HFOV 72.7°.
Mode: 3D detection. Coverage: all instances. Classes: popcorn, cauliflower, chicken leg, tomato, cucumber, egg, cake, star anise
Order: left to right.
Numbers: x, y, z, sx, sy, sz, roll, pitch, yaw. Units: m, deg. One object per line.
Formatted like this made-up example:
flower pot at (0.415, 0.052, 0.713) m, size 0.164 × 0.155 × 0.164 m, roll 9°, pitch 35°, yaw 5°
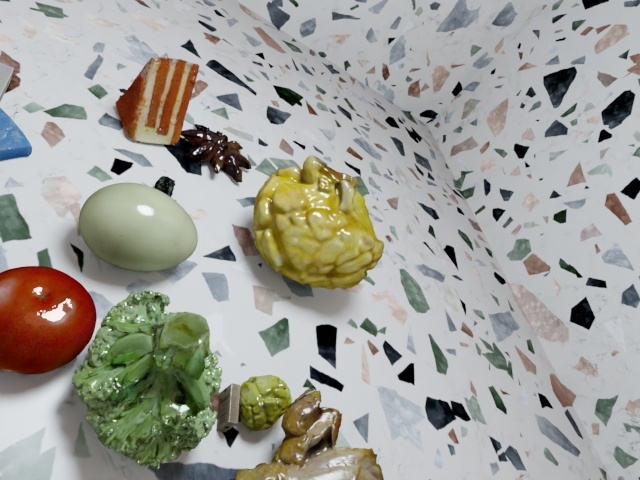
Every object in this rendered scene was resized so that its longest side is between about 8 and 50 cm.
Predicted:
tomato at (-0.489, 0.131, 0.744) m, size 0.195 × 0.136 × 0.195 m, roll 27°, pitch 39°, yaw -24°
egg at (-0.393, -0.025, 0.962) m, size 0.254 × 0.189 × 0.188 m, roll 22°, pitch 40°, yaw -36°
cake at (-0.453, -0.381, 1.234) m, size 0.158 × 0.262 × 0.159 m, roll -8°, pitch 80°, yaw -45°
cucumber at (-0.420, -0.105, 1.147) m, size 0.053 × 0.053 × 0.181 m, roll 25°, pitch 42°, yaw -28°
cauliflower at (-0.279, 0.226, 0.766) m, size 0.275 × 0.250 × 0.272 m, roll 38°, pitch 32°, yaw -11°
star anise at (-0.325, -0.309, 1.410) m, size 0.272 × 0.102 × 0.271 m, roll 30°, pitch 34°, yaw -22°
popcorn at (-0.127, 0.347, 0.942) m, size 0.106 × 0.120 × 0.116 m, roll 24°, pitch -16°, yaw 24°
chicken leg at (-0.064, 0.440, 0.849) m, size 0.410 × 0.182 × 0.294 m, roll 8°, pitch 64°, yaw -20°
popcorn at (-0.019, -0.033, 1.266) m, size 0.355 × 0.344 × 0.389 m, roll -24°, pitch 97°, yaw -13°

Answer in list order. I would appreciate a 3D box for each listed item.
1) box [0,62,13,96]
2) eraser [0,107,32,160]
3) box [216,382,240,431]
box at (-0.811, -0.380, 1.013) m, size 0.129 × 0.051 × 0.130 m, roll 19°, pitch 42°, yaw -34°
eraser at (-0.775, -0.207, 0.877) m, size 0.144 × 0.042 × 0.312 m, roll 48°, pitch 34°, yaw 5°
box at (-0.191, 0.348, 0.907) m, size 0.024 × 0.053 × 0.083 m, roll 27°, pitch 39°, yaw -27°
